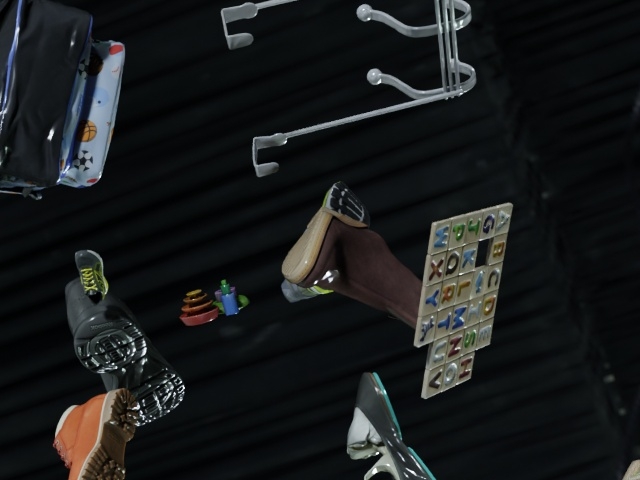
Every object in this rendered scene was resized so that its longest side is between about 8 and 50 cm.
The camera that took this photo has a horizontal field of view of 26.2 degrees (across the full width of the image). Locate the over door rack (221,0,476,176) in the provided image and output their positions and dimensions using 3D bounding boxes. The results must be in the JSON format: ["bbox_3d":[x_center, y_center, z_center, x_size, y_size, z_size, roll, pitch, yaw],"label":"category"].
[{"bbox_3d":[0.033,-0.249,1.739,0.240,0.324,0.108,78,-14,-47],"label":"over door rack"}]

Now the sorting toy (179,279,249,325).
[{"bbox_3d":[-0.128,0.070,1.673,0.102,0.061,0.042,-23,101,-50],"label":"sorting toy"}]

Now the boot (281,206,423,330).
[{"bbox_3d":[0.063,0.049,1.795,0.207,0.090,0.248,38,19,-2],"label":"boot"}]

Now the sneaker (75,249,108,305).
[{"bbox_3d":[-0.281,0.047,1.699,0.035,0.031,0.083,-94,170,-46],"label":"sneaker"}]

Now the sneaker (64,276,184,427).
[{"bbox_3d":[-0.269,0.149,1.880,0.130,0.109,0.286,58,-10,39],"label":"sneaker"}]

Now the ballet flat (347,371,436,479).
[{"bbox_3d":[0.098,0.319,2.070,0.095,0.096,0.280,82,-18,-51],"label":"ballet flat"}]

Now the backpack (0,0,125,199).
[{"bbox_3d":[-0.379,-0.177,1.782,0.213,0.263,0.277,20,78,-30],"label":"backpack"}]

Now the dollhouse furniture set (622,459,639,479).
[{"bbox_3d":[0.462,0.296,1.417,0.242,0.212,0.161,64,31,-7],"label":"dollhouse furniture set"}]

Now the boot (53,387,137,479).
[{"bbox_3d":[-0.256,0.237,1.495,0.059,0.084,0.158,58,31,-38],"label":"boot"}]

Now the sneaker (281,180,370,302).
[{"bbox_3d":[0.000,0.000,2.586,0.111,0.121,0.300,48,39,-18],"label":"sneaker"}]

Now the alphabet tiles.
[{"bbox_3d":[0.178,0.078,1.753,0.198,0.009,0.237,-14,116,-54],"label":"alphabet tiles"}]
